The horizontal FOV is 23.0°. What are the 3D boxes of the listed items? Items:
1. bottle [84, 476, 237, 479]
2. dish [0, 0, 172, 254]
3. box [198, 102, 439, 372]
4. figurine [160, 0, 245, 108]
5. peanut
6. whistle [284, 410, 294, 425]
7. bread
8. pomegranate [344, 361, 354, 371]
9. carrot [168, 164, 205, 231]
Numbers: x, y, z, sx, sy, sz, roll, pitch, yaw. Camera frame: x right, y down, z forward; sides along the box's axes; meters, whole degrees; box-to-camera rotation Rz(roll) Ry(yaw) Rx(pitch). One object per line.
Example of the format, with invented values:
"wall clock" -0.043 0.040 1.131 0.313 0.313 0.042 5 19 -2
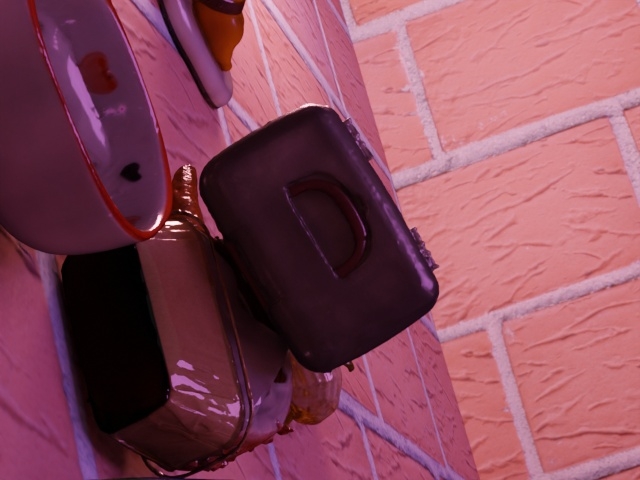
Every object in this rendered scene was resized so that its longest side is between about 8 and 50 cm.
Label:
"bottle" -0.115 0.227 1.196 0.330 0.093 0.093 34 39 -74
"dish" -0.213 -0.098 1.189 0.256 0.117 0.256 -18 90 -81
"box" 0.000 0.000 1.339 0.210 0.148 0.129 59 -2 9
"figurine" -0.118 -0.308 2.035 0.167 0.141 0.250 -95 163 -60
"peanut" -0.033 0.126 1.851 0.087 0.087 0.207 -88 157 -64
"whistle" -0.074 0.158 1.755 0.046 0.057 0.109 -56 -134 42
"bread" -0.119 0.092 1.329 0.212 0.142 0.224 24 44 -58
"pomegranate" 0.013 0.080 2.025 0.156 0.156 0.220 -90 163 -61
"carrot" -0.142 -0.020 1.665 0.191 0.047 0.047 -103 169 -51
